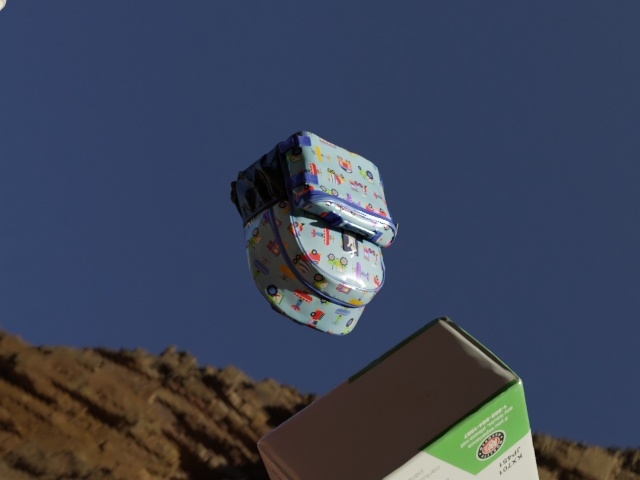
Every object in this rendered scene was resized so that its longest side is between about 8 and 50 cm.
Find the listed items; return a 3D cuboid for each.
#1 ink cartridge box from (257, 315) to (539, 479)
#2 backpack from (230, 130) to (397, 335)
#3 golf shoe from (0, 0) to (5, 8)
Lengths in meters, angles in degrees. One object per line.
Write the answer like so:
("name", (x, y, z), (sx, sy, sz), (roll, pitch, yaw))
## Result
("ink cartridge box", (0.064, 0.178, 0.817), (0.087, 0.153, 0.208), (38, -25, 44))
("backpack", (0.000, 0.000, 1.230), (0.117, 0.158, 0.173), (-39, -137, 31))
("golf shoe", (-0.404, -0.214, 1.257), (0.176, 0.069, 0.086), (-13, -104, -14))
